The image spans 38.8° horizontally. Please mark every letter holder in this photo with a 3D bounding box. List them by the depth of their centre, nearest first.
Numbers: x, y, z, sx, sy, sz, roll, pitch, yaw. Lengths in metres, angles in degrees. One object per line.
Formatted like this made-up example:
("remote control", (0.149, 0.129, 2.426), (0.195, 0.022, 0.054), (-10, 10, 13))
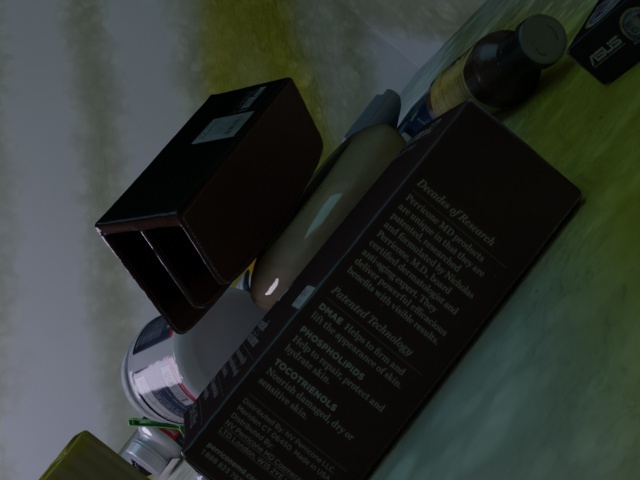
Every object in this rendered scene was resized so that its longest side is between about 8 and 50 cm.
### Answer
("letter holder", (-0.115, -0.040, 1.223), (0.152, 0.214, 0.302), (-6, 37, 36))

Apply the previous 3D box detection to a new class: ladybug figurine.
("ladybug figurine", (0.036, -0.009, 1.255), (0.305, 0.162, 0.449), (-53, 6, 3))

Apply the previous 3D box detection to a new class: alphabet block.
("alphabet block", (-0.282, 0.371, 1.120), (0.193, 0.197, 0.192), (-53, 5, -24))

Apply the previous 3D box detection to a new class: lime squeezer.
("lime squeezer", (-0.237, 0.325, 1.598), (0.310, 0.110, 0.059), (-7, 68, 62))

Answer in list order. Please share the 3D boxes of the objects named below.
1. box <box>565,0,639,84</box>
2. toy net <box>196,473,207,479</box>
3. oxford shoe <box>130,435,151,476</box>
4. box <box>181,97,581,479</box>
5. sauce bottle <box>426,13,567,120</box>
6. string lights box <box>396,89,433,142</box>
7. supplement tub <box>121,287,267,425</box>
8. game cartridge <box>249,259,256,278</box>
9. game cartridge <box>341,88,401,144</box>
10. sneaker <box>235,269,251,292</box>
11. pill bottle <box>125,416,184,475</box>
("box", (0.387, -0.302, 0.911), (0.216, 0.060, 0.270), (-53, 6, -31))
("toy net", (-0.124, 0.285, 1.211), (0.122, 0.045, 0.232), (-54, 6, -31))
("oxford shoe", (-0.318, 0.409, 1.920), (0.227, 0.083, 0.096), (-53, -13, -31))
("box", (0.043, 0.068, 0.823), (0.381, 0.143, 0.191), (-49, 5, -7))
("sauce bottle", (0.259, -0.246, 1.351), (0.111, 0.111, 0.344), (-52, 7, -13))
("string lights box", (0.190, -0.201, 1.777), (0.133, 0.077, 0.260), (-44, 8, 49))
("supplement tub", (-0.194, 0.194, 1.460), (0.272, 0.191, 0.191), (-27, 22, 53))
("game cartridge", (0.000, 0.000, 1.624), (0.324, 0.052, 0.285), (-47, 25, 15))
("game cartridge", (0.087, -0.145, 1.870), (0.297, 0.062, 0.198), (96, -159, -53))
("sneaker", (-0.079, 0.030, 2.178), (0.210, 0.137, 0.366), (-47, 11, 25))
("pill bottle", (-0.288, 0.357, 1.755), (0.180, 0.108, 0.108), (-53, 6, -23))
